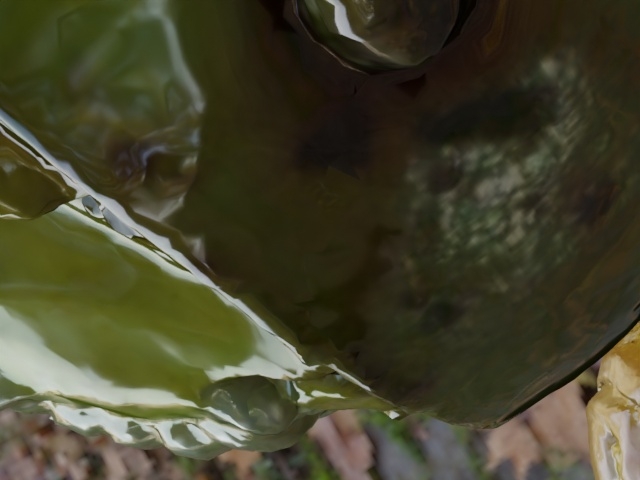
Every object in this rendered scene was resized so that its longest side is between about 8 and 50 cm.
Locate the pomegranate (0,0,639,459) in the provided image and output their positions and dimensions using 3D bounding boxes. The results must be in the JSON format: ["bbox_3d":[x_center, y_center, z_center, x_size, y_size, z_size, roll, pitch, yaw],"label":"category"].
[{"bbox_3d":[-0.020,-0.095,0.473,0.341,0.260,0.260,-108,13,-57],"label":"pomegranate"}]

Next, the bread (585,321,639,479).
[{"bbox_3d":[0.328,0.153,1.197,0.148,0.337,0.328,35,149,61],"label":"bread"}]
